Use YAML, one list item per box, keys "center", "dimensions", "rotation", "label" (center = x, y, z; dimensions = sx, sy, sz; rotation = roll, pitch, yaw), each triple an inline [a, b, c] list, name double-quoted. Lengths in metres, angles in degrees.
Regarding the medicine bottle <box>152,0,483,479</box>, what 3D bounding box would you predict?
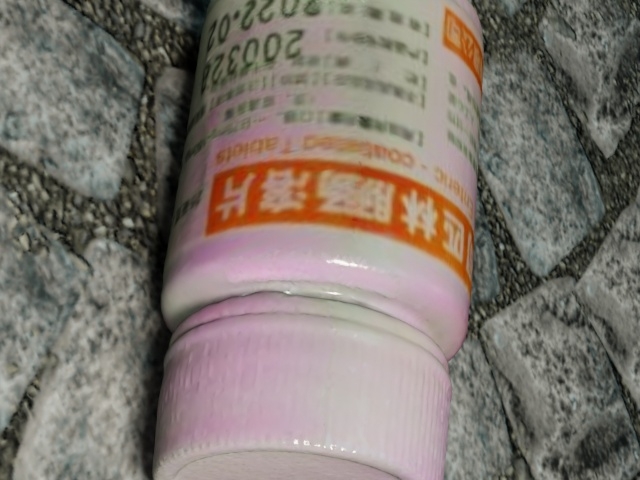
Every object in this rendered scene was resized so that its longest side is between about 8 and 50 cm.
- center: [0.000, 0.000, 1.129]
  dimensions: [0.219, 0.219, 0.388]
  rotation: [32, 54, -39]
  label: "medicine bottle"
